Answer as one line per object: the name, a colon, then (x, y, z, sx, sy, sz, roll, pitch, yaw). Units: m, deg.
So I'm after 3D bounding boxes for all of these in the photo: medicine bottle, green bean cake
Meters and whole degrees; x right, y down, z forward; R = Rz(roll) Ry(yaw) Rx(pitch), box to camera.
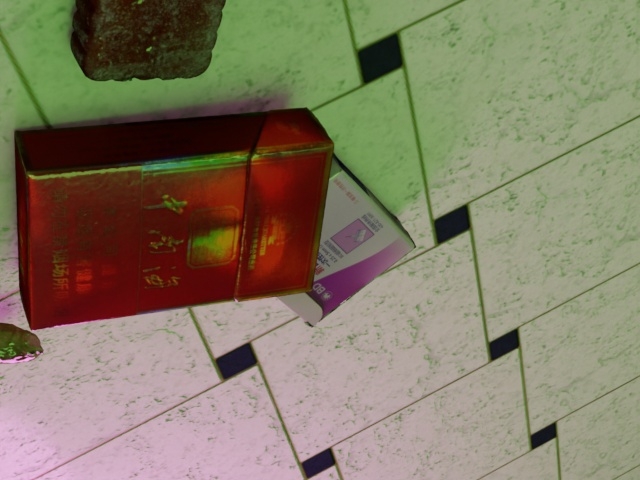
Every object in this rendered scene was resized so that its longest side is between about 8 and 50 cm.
medicine bottle: (0.000, 0.000, 1.494, 0.171, 0.052, 0.201, -38, 139, 7)
green bean cake: (-0.158, -0.215, 1.154, 0.136, 0.056, 0.135, -6, 133, -30)

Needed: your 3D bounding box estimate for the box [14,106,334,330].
box: (-0.153, -0.025, 1.294, 0.313, 0.089, 0.197, -8, 128, -21)

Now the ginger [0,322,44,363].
ginger: (-0.444, 0.091, 1.256, 0.334, 0.081, 0.148, 10, 129, -40)
